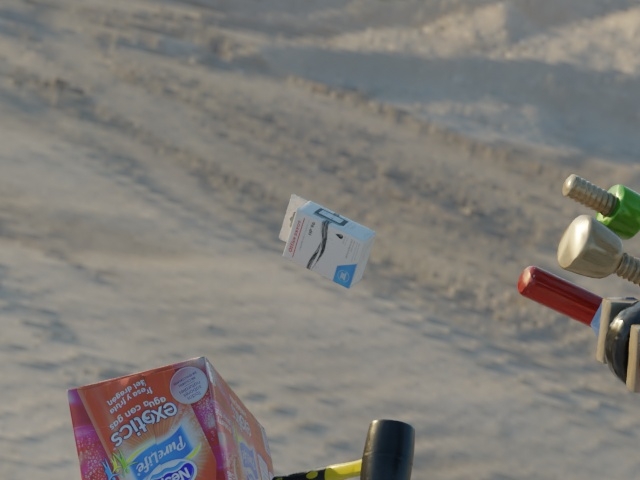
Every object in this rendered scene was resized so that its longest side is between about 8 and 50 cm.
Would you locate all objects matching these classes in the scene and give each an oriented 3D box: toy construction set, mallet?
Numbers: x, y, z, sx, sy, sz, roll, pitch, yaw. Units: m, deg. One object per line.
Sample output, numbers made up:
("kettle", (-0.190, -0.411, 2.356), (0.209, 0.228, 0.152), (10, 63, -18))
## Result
("toy construction set", (0.308, 0.026, 1.057), (0.237, 0.257, 0.309), (25, -22, -18))
("mallet", (0.014, 0.177, 1.301), (0.039, 0.062, 0.189), (22, -17, -26))

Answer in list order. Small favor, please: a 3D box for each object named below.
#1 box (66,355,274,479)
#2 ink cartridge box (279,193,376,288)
("box", (-0.116, 0.204, 1.395), (0.122, 0.128, 0.257), (-15, -22, 4))
("ink cartridge box", (0.000, 0.000, 1.377), (0.083, 0.048, 0.028), (26, 27, 17))
